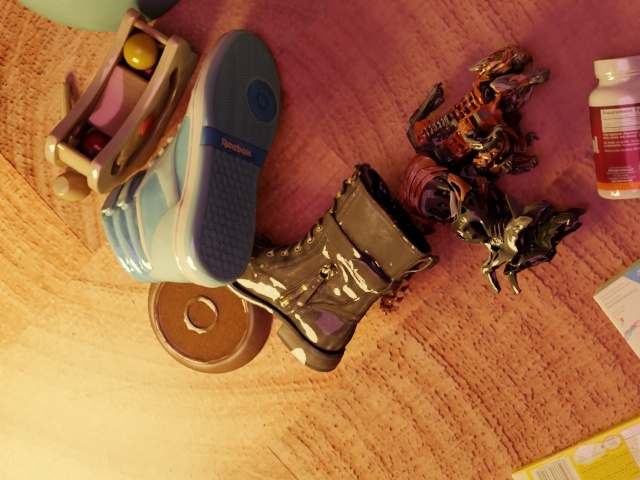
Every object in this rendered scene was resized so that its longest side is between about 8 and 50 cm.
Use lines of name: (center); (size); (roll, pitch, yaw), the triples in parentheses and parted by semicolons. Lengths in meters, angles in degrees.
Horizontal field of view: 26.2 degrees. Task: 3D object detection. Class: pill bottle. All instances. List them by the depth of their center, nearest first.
pill bottle: (0.340, -0.125, 1.509); (0.086, 0.086, 0.152); (-5, 98, 18)

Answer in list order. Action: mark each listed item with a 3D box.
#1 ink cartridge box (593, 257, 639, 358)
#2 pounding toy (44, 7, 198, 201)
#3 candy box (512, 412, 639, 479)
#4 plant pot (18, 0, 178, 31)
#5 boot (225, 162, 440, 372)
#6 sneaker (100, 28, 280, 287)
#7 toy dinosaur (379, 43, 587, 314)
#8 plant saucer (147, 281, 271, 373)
ink cartridge box: (0.381, 0.083, 1.551); (0.088, 0.052, 0.122); (-38, 89, 20)
pounding toy: (-0.277, -0.160, 1.659); (0.155, 0.154, 0.269); (32, 107, 9)
candy box: (0.339, 0.276, 1.613); (0.206, 0.027, 0.105); (-28, 93, 20)
plant pot: (-0.295, -0.387, 1.602); (0.290, 0.195, 0.290); (3, 100, 17)
boot: (0.000, 0.000, 1.600); (0.263, 0.091, 0.229); (45, 121, 19)
sneaker: (-0.168, -0.094, 1.637); (0.208, 0.127, 0.319); (-9, 62, 42)
toy dinosaur: (0.172, -0.056, 1.568); (0.218, 0.164, 0.322); (39, 128, 22)
plant saucer: (-0.145, 0.090, 1.731); (0.168, 0.029, 0.168); (3, 102, 16)
